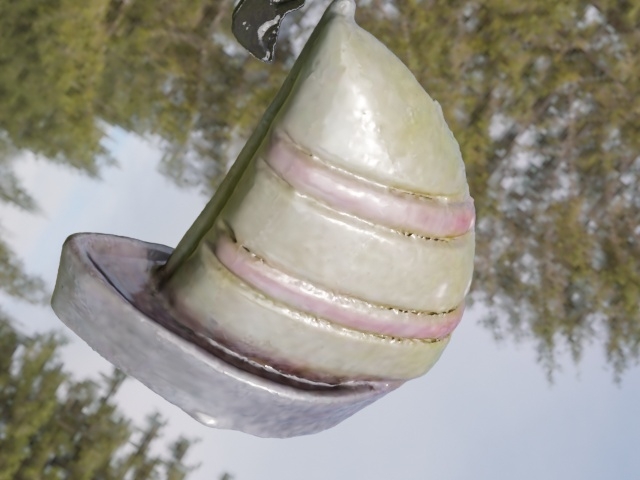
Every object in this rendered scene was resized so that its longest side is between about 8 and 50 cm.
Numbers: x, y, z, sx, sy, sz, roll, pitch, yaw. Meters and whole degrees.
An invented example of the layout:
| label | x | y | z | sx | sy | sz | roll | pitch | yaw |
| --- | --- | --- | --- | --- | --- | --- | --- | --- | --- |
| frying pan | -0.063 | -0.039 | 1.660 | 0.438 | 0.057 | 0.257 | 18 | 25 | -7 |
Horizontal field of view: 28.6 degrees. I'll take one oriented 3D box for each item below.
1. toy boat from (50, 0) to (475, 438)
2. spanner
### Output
| label | x | y | z | sx | sy | sz | roll | pitch | yaw |
| --- | --- | --- | --- | --- | --- | --- | --- | --- | --- |
| toy boat | -0.007 | 0.026 | 0.865 | 0.293 | 0.276 | 0.111 | -35 | -147 | 21 |
| spanner | -0.024 | -0.217 | 0.793 | 0.012 | 0.046 | 0.208 | -124 | -139 | -83 |
